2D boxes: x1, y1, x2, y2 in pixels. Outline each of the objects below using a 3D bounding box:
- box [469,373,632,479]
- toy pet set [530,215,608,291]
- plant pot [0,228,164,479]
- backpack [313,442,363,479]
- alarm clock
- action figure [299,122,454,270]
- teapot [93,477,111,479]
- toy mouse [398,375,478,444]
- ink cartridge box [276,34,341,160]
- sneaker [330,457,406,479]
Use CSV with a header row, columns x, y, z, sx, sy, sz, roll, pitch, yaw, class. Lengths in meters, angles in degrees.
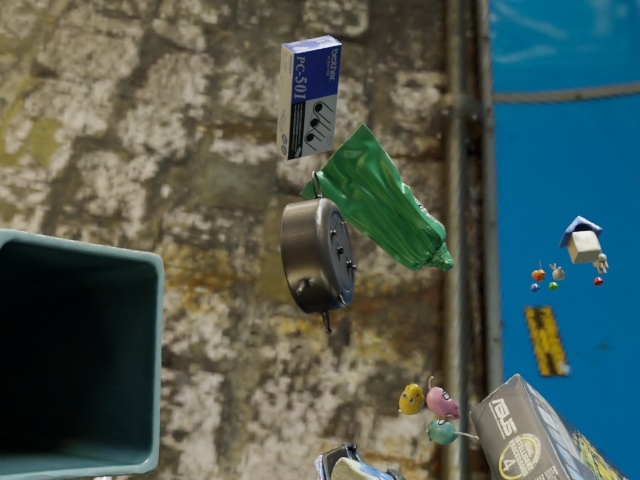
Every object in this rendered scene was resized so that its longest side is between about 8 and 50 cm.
x,y,z,sx,sy,sz,roll,pitch,yaw,class
0.339,0.373,1.151,0.097,0.318,0.395,-43,-157,15,box
0.398,0.021,1.617,0.114,0.122,0.065,96,-13,-54,toy pet set
-0.350,0.132,1.118,0.247,0.252,0.248,12,76,-55,plant pot
0.070,0.614,2.531,0.173,0.117,0.158,59,14,-48,backpack
0.000,0.000,1.170,0.129,0.064,0.192,57,25,-55,alarm clock
0.100,-0.038,1.436,0.137,0.232,0.063,-48,173,16,action figure
-0.323,0.536,1.606,0.187,0.252,0.256,-21,133,-65,teapot
0.185,0.283,1.607,0.031,0.143,0.161,-40,155,-33,toy mouse
-0.022,-0.246,1.760,0.046,0.097,0.207,44,-39,43,ink cartridge box
0.075,0.296,1.139,0.058,0.084,0.152,-69,-158,1,sneaker
